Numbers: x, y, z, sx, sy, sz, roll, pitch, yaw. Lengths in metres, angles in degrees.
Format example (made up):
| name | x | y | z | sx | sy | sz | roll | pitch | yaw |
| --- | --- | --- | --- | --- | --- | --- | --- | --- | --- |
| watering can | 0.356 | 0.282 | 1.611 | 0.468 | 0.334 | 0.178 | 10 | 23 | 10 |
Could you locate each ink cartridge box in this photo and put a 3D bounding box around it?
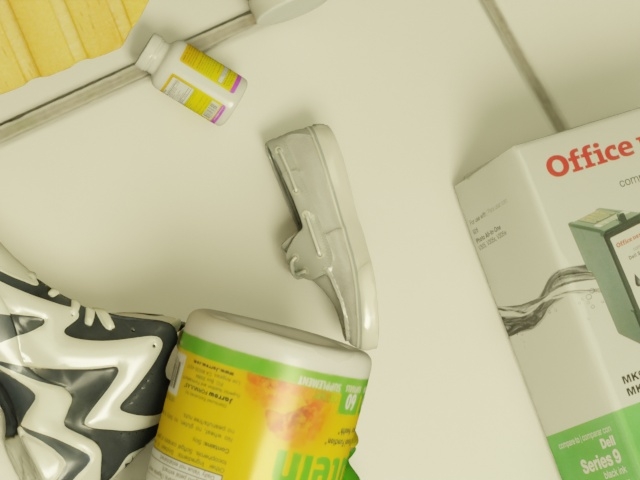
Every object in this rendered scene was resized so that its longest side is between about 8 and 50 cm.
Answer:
| name | x | y | z | sx | sy | sz | roll | pitch | yaw |
| --- | --- | --- | --- | --- | --- | --- | --- | --- | --- |
| ink cartridge box | 0.261 | 0.044 | 1.578 | 0.211 | 0.121 | 0.289 | -17 | 82 | -23 |

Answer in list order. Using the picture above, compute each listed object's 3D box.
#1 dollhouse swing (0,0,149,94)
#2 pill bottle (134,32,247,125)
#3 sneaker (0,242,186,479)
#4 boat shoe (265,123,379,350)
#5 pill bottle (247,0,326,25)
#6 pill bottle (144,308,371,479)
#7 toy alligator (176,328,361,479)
| name | x | y | z | sx | sy | sz | roll | pitch | yaw |
| --- | --- | --- | --- | --- | --- | --- | --- | --- | --- |
| dollhouse swing | -0.268 | -0.196 | 1.239 | 0.346 | 0.315 | 0.305 | -21 | 110 | -4 |
| pill bottle | -0.102 | -0.127 | 1.535 | 0.083 | 0.043 | 0.043 | 32 | 68 | -10 |
| sneaker | -0.179 | 0.060 | 1.431 | 0.153 | 0.094 | 0.235 | -24 | 85 | -25 |
| boat shoe | 0.000 | 0.000 | 1.531 | 0.063 | 0.066 | 0.184 | -13 | 83 | -8 |
| pill bottle | -0.045 | -0.246 | 1.568 | 0.078 | 0.078 | 0.137 | -18 | 82 | -23 |
| pill bottle | -0.057 | 0.182 | 1.396 | 0.136 | 0.136 | 0.246 | 14 | 91 | -16 |
| toy alligator | -0.029 | 0.126 | 1.495 | 0.189 | 0.056 | 0.051 | 43 | 22 | 3 |
